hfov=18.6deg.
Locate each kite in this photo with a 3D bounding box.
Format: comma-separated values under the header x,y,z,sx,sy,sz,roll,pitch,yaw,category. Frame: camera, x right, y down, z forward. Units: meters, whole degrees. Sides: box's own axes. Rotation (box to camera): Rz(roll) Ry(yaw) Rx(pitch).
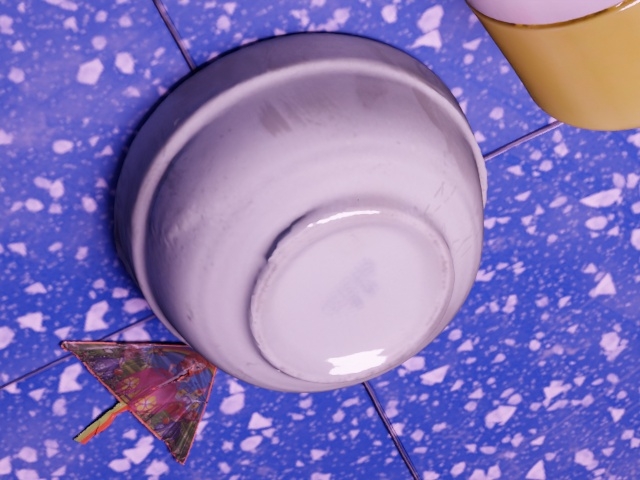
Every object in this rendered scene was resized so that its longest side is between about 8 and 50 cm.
x,y,z,sx,sy,sz,roll,pitch,yaw,category
-0.151,0.133,1.699,0.159,0.010,0.190,-31,128,9,kite

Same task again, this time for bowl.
x,y,z,sx,sy,sz,roll,pitch,yaw,category
0.000,0.000,1.555,0.307,0.163,0.307,-10,127,-14,bowl

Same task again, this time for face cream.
x,y,z,sx,sy,sz,roll,pitch,yaw,category
0.208,-0.215,1.409,0.218,0.218,0.179,-33,130,8,face cream
